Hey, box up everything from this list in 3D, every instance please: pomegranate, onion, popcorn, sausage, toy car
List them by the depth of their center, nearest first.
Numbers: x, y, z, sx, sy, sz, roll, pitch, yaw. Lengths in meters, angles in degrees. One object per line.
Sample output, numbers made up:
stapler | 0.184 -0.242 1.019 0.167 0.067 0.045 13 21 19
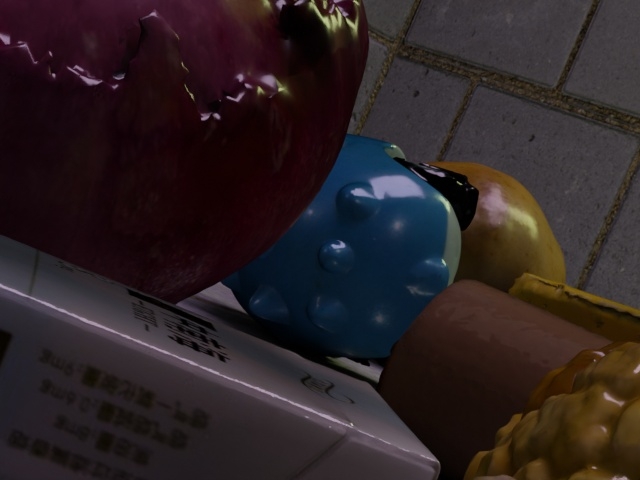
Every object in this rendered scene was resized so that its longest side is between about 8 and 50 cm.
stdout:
popcorn | 0.138 0.113 0.706 0.140 0.163 0.194 42 -30 1
onion | -0.159 -0.093 0.880 0.358 0.345 0.358 14 17 -4
sausage | 0.161 0.120 0.971 0.253 0.123 0.123 26 3 33
toy car | 0.000 0.000 1.399 0.190 0.188 0.255 13 8 -33
pomegranate | 0.128 0.028 1.636 0.233 0.233 0.233 24 2 -1

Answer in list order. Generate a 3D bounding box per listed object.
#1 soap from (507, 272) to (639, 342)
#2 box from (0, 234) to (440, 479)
soap | 0.292 0.141 1.351 0.324 0.096 0.204 19 -18 48
box | -0.087 0.053 0.632 0.243 0.067 0.155 23 4 -9
